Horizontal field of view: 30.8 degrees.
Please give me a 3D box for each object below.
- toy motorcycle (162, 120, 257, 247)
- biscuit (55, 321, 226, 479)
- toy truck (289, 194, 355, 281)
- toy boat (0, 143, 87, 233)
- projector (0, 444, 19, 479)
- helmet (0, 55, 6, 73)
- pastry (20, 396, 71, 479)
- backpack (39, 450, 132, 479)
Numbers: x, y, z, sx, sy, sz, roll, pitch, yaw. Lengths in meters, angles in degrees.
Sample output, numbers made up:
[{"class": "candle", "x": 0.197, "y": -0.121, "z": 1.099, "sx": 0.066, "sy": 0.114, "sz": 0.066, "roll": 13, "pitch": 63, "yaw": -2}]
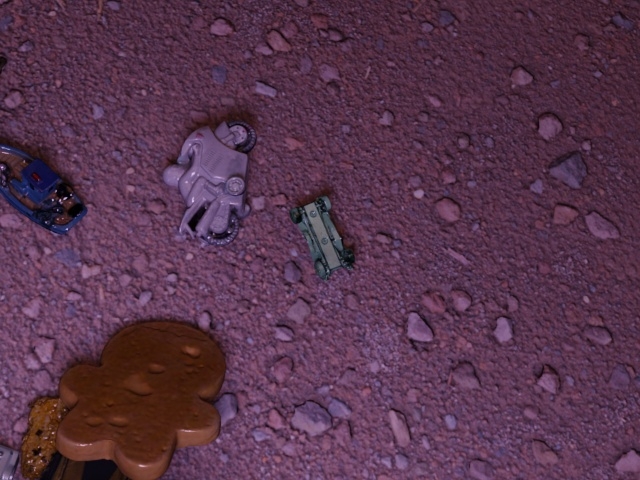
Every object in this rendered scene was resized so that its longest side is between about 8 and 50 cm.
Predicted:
[{"class": "toy motorcycle", "x": -0.212, "y": -0.113, "z": 2.169, "sx": 0.171, "sy": 0.110, "sz": 0.260, "roll": 6, "pitch": 67, "yaw": 6}, {"class": "biscuit", "x": -0.287, "y": 0.254, "z": 1.903, "sx": 0.275, "sy": 0.052, "sz": 0.355, "roll": 15, "pitch": 33, "yaw": 4}, {"class": "toy truck", "x": -0.001, "y": -0.001, "z": 2.184, "sx": 0.080, "sy": 0.078, "sz": 0.154, "roll": -23, "pitch": 84, "yaw": -17}, {"class": "toy boat", "x": -0.518, "y": -0.101, "z": 2.075, "sx": 0.223, "sy": 0.097, "sz": 0.100, "roll": 39, "pitch": 57, "yaw": 6}, {"class": "projector", "x": -0.554, "y": 0.385, "z": 1.829, "sx": 0.115, "sy": 0.061, "sz": 0.147, "roll": 22, "pitch": 60, "yaw": -5}, {"class": "helmet", "x": -0.654, "y": -0.215, "z": 2.076, "sx": 0.204, "sy": 0.137, "sz": 0.257, "roll": 9, "pitch": 40, "yaw": 38}, {"class": "pastry", "x": -0.445, "y": 0.320, "z": 1.895, "sx": 0.080, "sy": 0.056, "sz": 0.140, "roll": 0, "pitch": 65, "yaw": -2}, {"class": "backpack", "x": -0.360, "y": 0.439, "z": 1.778, "sx": 0.206, "sy": 0.133, "sz": 0.258, "roll": 6, "pitch": 35, "yaw": 6}]
